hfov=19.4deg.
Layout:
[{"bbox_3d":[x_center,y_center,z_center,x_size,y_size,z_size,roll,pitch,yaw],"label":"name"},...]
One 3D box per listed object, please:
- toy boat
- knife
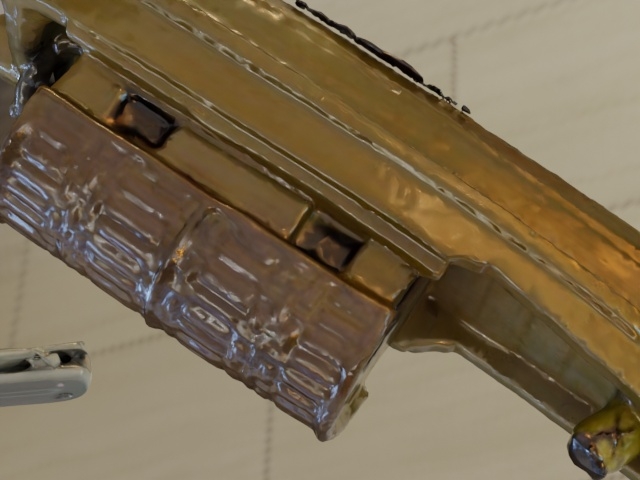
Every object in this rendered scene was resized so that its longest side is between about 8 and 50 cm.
[{"bbox_3d":[0.000,0.000,0.473,0.226,0.068,0.088,34,67,10],"label":"toy boat"},{"bbox_3d":[-0.297,0.102,1.360,0.265,0.073,0.041,-4,72,-17],"label":"knife"}]
